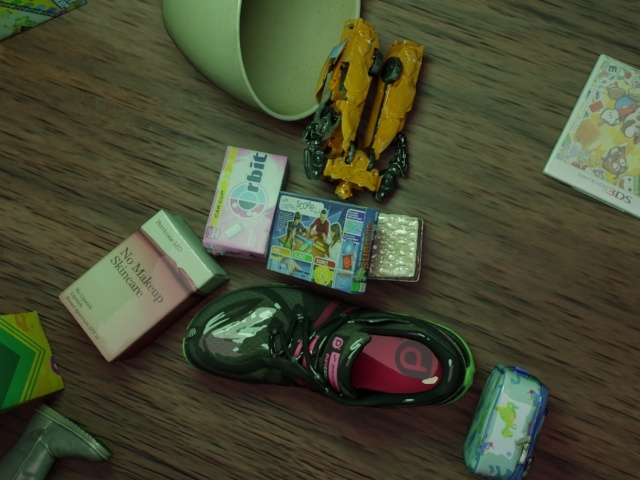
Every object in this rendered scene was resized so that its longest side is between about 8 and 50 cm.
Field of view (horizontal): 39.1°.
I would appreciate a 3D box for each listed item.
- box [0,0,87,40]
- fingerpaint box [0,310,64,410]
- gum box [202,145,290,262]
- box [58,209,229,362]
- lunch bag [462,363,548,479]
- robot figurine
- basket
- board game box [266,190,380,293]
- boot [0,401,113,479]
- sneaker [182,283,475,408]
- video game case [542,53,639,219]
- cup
[{"bbox_3d":[-0.612,-0.519,1.588,0.279,0.177,0.290,-23,84,3],"label":"box"},{"bbox_3d":[-0.702,0.265,1.445,0.445,0.371,0.163,-22,86,5],"label":"fingerpaint box"},{"bbox_3d":[-0.126,-0.057,1.543,0.107,0.062,0.188,11,75,6],"label":"gum box"},{"bbox_3d":[-0.298,0.078,1.538,0.232,0.127,0.148,-40,83,2],"label":"box"},{"bbox_3d":[0.290,0.283,1.415,0.090,0.219,0.176,19,88,6],"label":"lunch bag"},{"bbox_3d":[0.070,-0.209,1.515,0.211,0.085,0.291,16,91,-30],"label":"robot figurine"},{"bbox_3d":[0.088,0.008,1.513,0.167,0.103,0.113,4,86,6],"label":"basket"},{"bbox_3d":[0.000,0.000,1.454,0.201,0.035,0.136,15,95,45],"label":"board game box"},{"bbox_3d":[-0.477,0.402,1.534,0.190,0.076,0.208,23,68,27],"label":"boot"},{"bbox_3d":[0.011,0.168,1.461,0.483,0.202,0.185,4,86,6],"label":"sneaker"},{"bbox_3d":[0.518,-0.171,1.519,0.206,0.026,0.227,26,89,7],"label":"video game case"},{"bbox_3d":[-0.120,-0.381,1.481,0.237,0.331,0.331,17,88,31],"label":"cup"}]
